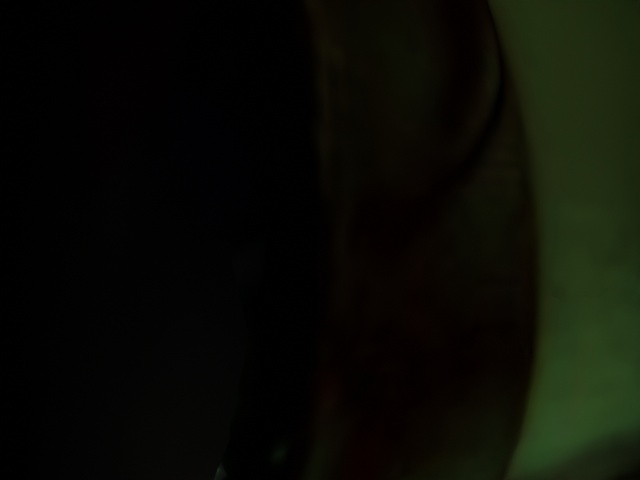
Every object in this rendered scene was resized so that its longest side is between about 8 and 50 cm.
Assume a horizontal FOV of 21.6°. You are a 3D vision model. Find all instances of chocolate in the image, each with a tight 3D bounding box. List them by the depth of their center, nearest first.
[{"bbox_3d":[0.000,0.000,0.491,0.186,0.284,0.283,6,179,-28],"label":"chocolate"}]
